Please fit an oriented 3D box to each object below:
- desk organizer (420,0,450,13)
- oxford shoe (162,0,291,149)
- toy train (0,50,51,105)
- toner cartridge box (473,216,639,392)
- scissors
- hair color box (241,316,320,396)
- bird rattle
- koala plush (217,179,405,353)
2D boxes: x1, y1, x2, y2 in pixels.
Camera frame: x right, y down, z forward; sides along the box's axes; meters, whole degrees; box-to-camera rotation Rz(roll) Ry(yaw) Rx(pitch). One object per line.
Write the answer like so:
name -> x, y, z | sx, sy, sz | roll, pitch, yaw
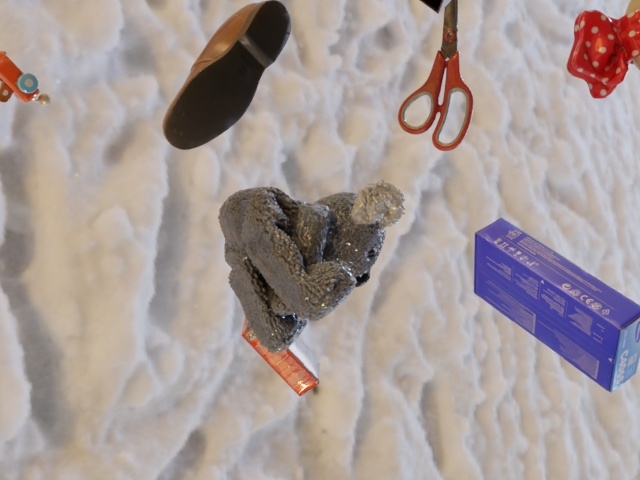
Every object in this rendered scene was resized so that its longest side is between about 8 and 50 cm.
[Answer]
desk organizer -> 0.110, -0.335, 1.068 | 0.130, 0.047, 0.050 | 38, 69, 8
oxford shoe -> -0.117, -0.187, 1.019 | 0.212, 0.076, 0.076 | -55, 132, -22
toy train -> -0.337, -0.174, 0.879 | 0.046, 0.166, 0.125 | -48, 122, -12
toner cartridge box -> 0.430, 0.112, 1.648 | 0.075, 0.348, 0.165 | -30, 135, -23
scissors -> 0.200, -0.282, 1.323 | 0.021, 0.109, 0.297 | 13, 95, -74
hair color box -> -0.060, 0.167, 1.389 | 0.141, 0.043, 0.072 | 50, 16, -17
bird rattle -> 0.434, -0.242, 1.079 | 0.207, 0.253, 0.143 | -57, 145, -3
koala plush -> 0.000, 0.000, 1.169 | 0.221, 0.196, 0.203 | -23, 78, -32
